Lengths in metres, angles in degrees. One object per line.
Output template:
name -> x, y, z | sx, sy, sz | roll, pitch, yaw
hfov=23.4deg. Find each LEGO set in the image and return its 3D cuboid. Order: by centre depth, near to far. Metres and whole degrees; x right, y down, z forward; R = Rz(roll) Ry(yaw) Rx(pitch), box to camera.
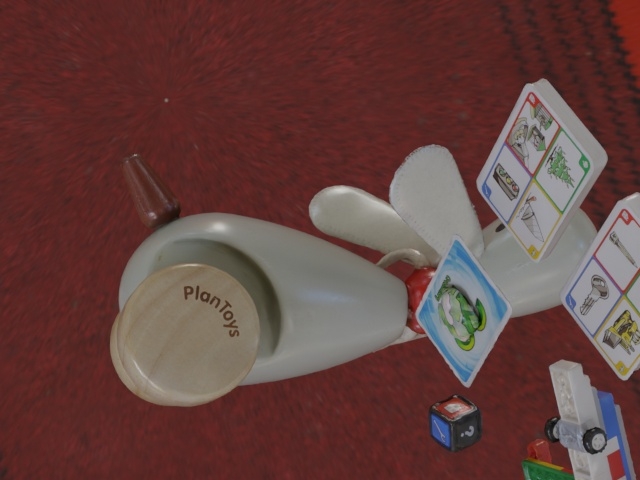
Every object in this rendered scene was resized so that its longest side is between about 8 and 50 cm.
LEGO set -> 0.125, 0.063, 0.724 | 0.060, 0.244, 0.182 | -21, 63, -28

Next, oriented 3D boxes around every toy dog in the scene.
toy dog -> 0.000, 0.000, 0.987 | 0.333, 0.220, 0.161 | -12, 86, -36
